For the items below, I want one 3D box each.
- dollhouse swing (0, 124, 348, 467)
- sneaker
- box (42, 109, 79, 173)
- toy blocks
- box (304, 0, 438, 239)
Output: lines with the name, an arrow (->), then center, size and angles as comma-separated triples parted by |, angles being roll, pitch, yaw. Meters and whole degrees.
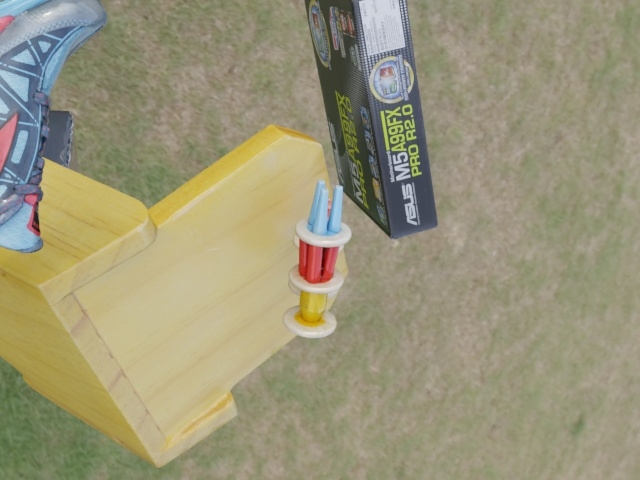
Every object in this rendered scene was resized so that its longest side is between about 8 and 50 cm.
dollhouse swing -> -0.191, 0.016, 0.940 | 0.305, 0.315, 0.347 | -52, 149, -27
sneaker -> -0.216, -0.050, 0.566 | 0.125, 0.104, 0.262 | 43, 94, -3
box -> -0.804, -0.063, 1.977 | 0.480, 0.297, 0.472 | 1, 150, -10
toy blocks -> 0.000, 0.000, 0.826 | 0.054, 0.123, 0.148 | 8, 118, -1
box -> 0.055, -0.161, 0.999 | 0.060, 0.216, 0.270 | -15, 113, -10
